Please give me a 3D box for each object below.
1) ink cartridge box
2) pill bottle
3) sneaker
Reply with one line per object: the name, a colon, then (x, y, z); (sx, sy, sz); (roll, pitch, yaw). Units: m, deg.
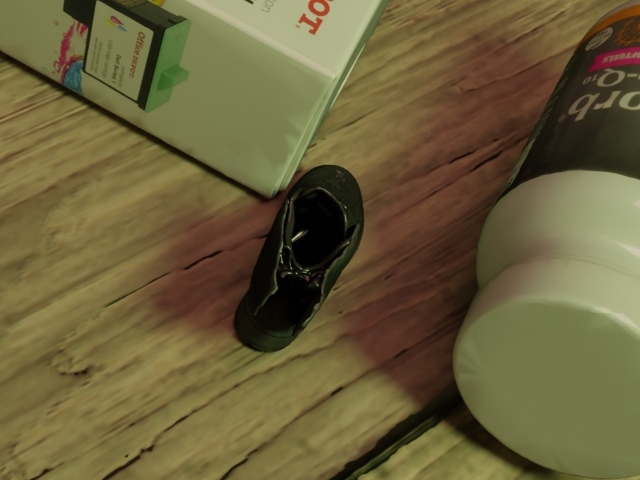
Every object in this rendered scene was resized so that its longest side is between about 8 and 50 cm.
ink cartridge box: (-0.095, -0.182, 1.060); (0.278, 0.117, 0.201); (29, 47, -2)
pill bottle: (0.183, -0.007, 1.020); (0.162, 0.162, 0.278); (31, 47, 0)
sneaker: (-0.002, -0.001, 0.978); (0.051, 0.089, 0.170); (28, 48, -2)
